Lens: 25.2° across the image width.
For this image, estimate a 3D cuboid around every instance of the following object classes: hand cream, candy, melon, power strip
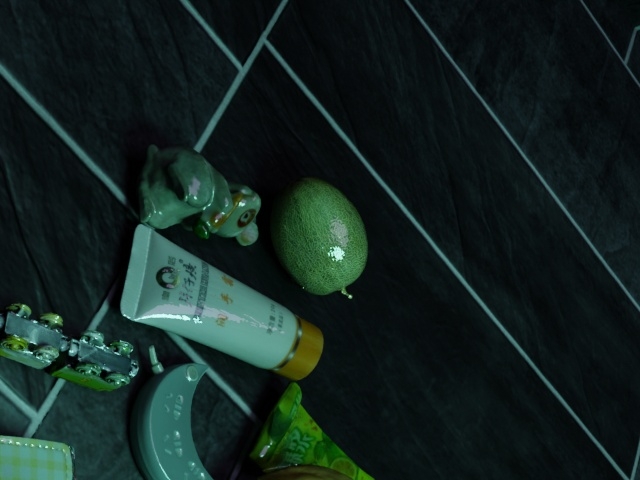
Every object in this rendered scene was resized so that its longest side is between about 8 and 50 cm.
[{"bbox_3d":[-0.139,0.092,1.947,0.314,0.089,0.139,25,55,-33],"label":"hand cream"},{"bbox_3d":[-0.003,0.331,2.017,0.246,0.069,0.149,47,41,-17],"label":"candy"},{"bbox_3d":[0.000,0.000,2.089,0.139,0.139,0.192,-28,95,-50],"label":"melon"},{"bbox_3d":[-0.187,0.241,1.857,0.137,0.044,0.216,-3,79,-49],"label":"power strip"}]

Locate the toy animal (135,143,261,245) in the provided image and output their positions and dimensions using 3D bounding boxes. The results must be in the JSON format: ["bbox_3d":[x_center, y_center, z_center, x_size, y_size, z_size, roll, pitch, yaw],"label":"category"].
[{"bbox_3d":[-0.146,-0.060,1.968,0.236,0.108,0.138,7,61,-49],"label":"toy animal"}]

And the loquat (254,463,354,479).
[{"bbox_3d":[-0.016,0.404,1.854,0.238,0.193,0.238,8,57,-13],"label":"loquat"}]

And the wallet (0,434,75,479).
[{"bbox_3d":[-0.410,0.304,1.561,0.310,0.077,0.223,18,66,-43],"label":"wallet"}]

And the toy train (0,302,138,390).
[{"bbox_3d":[-0.316,0.131,1.726,0.202,0.081,0.060,25,57,-34],"label":"toy train"}]
